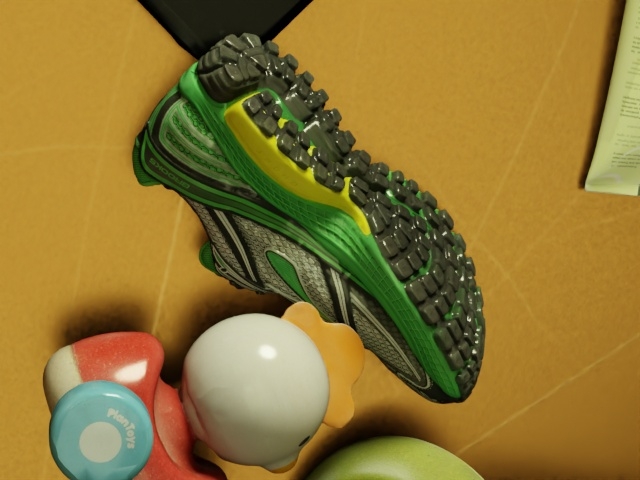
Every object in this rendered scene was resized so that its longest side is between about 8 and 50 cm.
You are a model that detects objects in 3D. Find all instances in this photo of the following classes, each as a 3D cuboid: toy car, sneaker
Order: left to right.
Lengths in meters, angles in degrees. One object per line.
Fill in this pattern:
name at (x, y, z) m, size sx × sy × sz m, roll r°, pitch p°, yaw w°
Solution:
toy car at (-0.069, 0.144, 1.471) m, size 0.238 × 0.219 × 0.210 m, roll -22°, pitch 98°, yaw -4°
sneaker at (0.000, 0.000, 1.528) m, size 0.146 × 0.134 × 0.343 m, roll -35°, pitch 106°, yaw 30°

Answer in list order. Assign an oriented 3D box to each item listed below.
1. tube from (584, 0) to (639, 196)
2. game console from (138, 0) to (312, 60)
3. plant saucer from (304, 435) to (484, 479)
tube at (0.268, -0.151, 1.563) m, size 0.070 × 0.062 × 0.240 m, roll 13°, pitch 103°, yaw 36°
game console at (-0.126, -0.318, 1.506) m, size 0.213 × 0.044 × 0.361 m, roll -45°, pitch 98°, yaw 0°
plant saucer at (0.050, 0.271, 1.513) m, size 0.241 × 0.037 × 0.241 m, roll 0°, pitch 89°, yaw 36°
